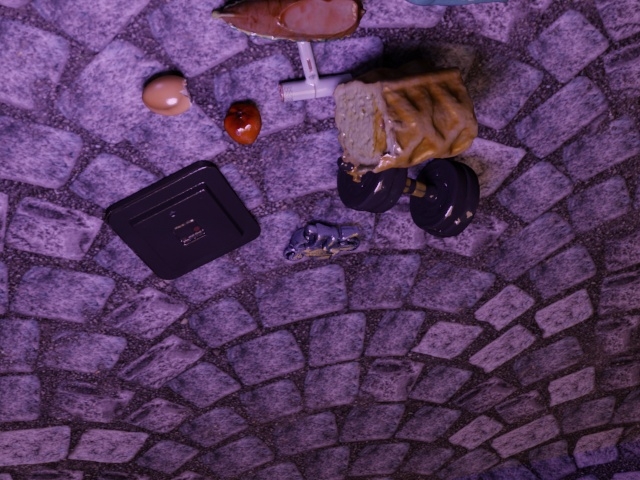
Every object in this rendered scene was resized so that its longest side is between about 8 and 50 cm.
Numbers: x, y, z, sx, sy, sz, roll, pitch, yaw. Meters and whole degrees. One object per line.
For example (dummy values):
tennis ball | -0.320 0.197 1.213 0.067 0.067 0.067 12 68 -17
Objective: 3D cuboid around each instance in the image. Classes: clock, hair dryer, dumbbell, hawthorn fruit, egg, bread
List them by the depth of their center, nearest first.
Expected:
egg | -0.301 -0.283 1.885 0.096 0.080 0.080 -17 138 -5
hair dryer | -0.008 -0.366 1.932 0.155 0.044 0.183 -10 134 -12
bread | 0.167 -0.252 1.940 0.252 0.238 0.196 -8 168 -30
hawthorn fruit | -0.156 -0.236 1.989 0.081 0.081 0.093 -21 147 4
dumbbell | 0.198 -0.122 2.150 0.388 0.185 0.185 16 128 -32
clock | -0.304 -0.034 2.170 0.279 0.049 0.273 -27 137 9

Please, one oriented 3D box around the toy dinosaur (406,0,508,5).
toy dinosaur | 0.124 -0.487 1.811 0.331 0.129 0.383 -30 131 22

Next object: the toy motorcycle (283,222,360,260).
toy motorcycle | 0.000 0.000 2.302 0.193 0.061 0.124 -9 145 2

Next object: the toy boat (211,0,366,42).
toy boat | -0.054 -0.426 1.810 0.293 0.099 0.108 -6 110 -14
